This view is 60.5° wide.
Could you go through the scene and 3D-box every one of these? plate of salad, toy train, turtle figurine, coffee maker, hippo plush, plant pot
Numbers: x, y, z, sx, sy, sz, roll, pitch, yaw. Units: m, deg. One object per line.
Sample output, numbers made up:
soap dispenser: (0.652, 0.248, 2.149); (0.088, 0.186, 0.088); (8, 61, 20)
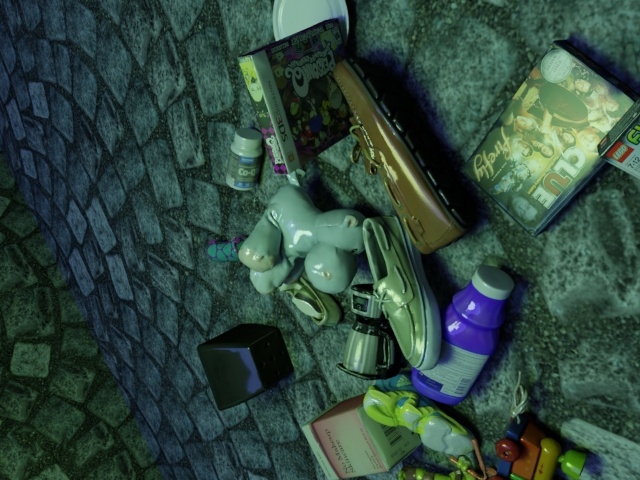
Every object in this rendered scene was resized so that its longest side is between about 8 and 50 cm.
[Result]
plate of salad: (-0.017, -0.428, 1.080); (0.199, 0.048, 0.200); (20, 122, 37)
toy train: (0.384, 0.354, 0.938); (0.143, 0.105, 0.248); (18, 119, 30)
turtle figurine: (0.273, 0.491, 1.105); (0.217, 0.087, 0.270); (-13, 114, 26)
coffee maker: (0.118, 0.180, 1.126); (0.120, 0.171, 0.178); (11, 94, 23)
hippo plush: (0.000, 0.000, 1.165); (0.236, 0.234, 0.294); (16, 76, 23)
plant pot: (-0.188, 0.331, 1.490); (0.167, 0.188, 0.187); (-18, 92, 36)

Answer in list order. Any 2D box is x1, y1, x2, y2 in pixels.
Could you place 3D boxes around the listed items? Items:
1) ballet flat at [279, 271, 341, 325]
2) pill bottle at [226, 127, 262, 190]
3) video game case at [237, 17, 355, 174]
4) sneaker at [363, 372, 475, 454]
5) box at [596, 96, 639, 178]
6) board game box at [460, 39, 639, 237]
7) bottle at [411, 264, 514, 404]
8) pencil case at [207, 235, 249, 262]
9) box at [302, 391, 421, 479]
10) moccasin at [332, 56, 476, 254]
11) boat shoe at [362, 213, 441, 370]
ballet flat: (-0.050, 0.113, 1.313); (0.248, 0.086, 0.086); (43, 133, 27)
pill bottle: (-0.183, -0.197, 1.332); (0.078, 0.078, 0.137); (39, 131, 30)
video game case: (-0.024, -0.261, 0.986); (0.041, 0.232, 0.210); (9, 126, 42)
sneaker: (0.212, 0.340, 1.129); (0.240, 0.126, 0.091); (25, 130, 2)
box: (0.451, -0.160, 0.658); (0.114, 0.036, 0.207); (27, 131, -1)
board game box: (0.340, -0.144, 0.817); (0.165, 0.042, 0.243); (49, 135, 22)
bottle: (0.257, 0.172, 0.987); (0.118, 0.092, 0.283); (20, 125, 7)
pencil case: (-0.248, 0.024, 1.503); (0.151, 0.064, 0.070); (-9, 115, 48)
box: (0.089, 0.447, 1.265); (0.232, 0.126, 0.149); (-38, 77, 47)
moccasin: (0.129, -0.154, 0.984); (0.147, 0.139, 0.380); (-32, 91, 40)
boat shoe: (0.141, 0.091, 1.008); (0.109, 0.094, 0.302); (120, 145, -56)
